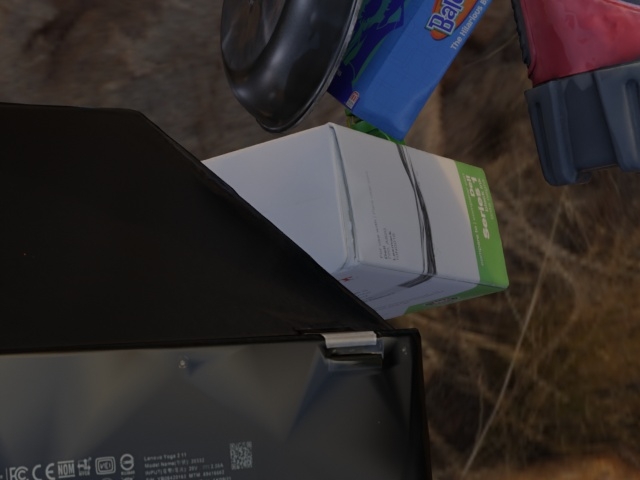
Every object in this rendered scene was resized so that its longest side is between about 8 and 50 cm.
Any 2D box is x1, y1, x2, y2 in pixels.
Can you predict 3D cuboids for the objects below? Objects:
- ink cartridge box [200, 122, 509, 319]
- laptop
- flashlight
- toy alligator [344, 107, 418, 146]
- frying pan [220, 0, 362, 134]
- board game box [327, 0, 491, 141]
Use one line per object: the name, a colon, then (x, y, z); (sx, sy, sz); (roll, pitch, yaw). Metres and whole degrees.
ink cartridge box: (0.000, 0.000, 1.115); (0.160, 0.219, 0.092); (-15, 77, 26)
laptop: (-0.167, 0.112, 0.760); (0.236, 0.382, 0.408); (-13, 80, 53)
flashlight: (0.122, -0.179, 0.774); (0.103, 0.103, 0.304); (-9, 89, 48)
toy alligator: (0.035, -0.142, 1.363); (0.056, 0.051, 0.189); (-21, 72, 41)
frying pan: (-0.024, -0.222, 1.212); (0.053, 0.326, 0.197); (12, 141, -23)
board game box: (0.064, -0.187, 1.170); (0.047, 0.160, 0.210); (29, 98, -29)
